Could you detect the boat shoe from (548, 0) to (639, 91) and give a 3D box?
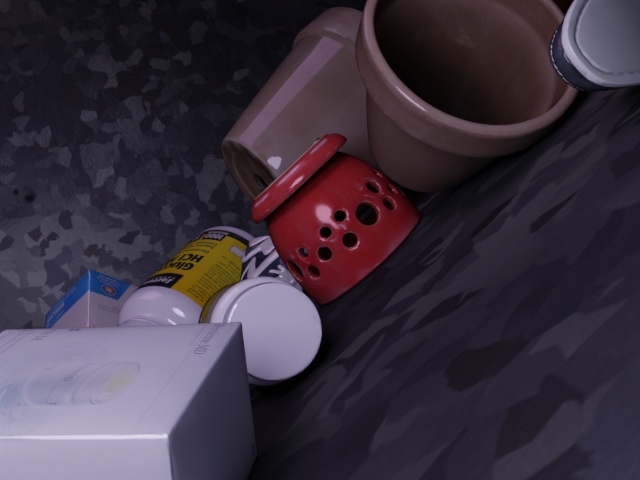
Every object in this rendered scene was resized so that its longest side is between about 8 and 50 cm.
[{"bbox_3d":[0.299,-0.205,0.878,0.302,0.114,0.091,-31,-2,-40],"label":"boat shoe"}]

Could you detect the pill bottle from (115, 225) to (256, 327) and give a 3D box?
[{"bbox_3d":[-0.218,0.125,1.493,0.188,0.188,0.334,-38,7,35],"label":"pill bottle"}]

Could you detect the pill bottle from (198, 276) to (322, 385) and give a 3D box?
[{"bbox_3d":[-0.069,0.100,0.990,0.119,0.119,0.208,-43,6,-13],"label":"pill bottle"}]

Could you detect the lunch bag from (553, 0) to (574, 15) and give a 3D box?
[{"bbox_3d":[0.329,-0.373,1.196,0.258,0.120,0.293,-8,0,15],"label":"lunch bag"}]

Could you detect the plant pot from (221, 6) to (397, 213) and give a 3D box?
[{"bbox_3d":[0.003,-0.171,1.455,0.280,0.323,0.323,-40,4,-20],"label":"plant pot"}]

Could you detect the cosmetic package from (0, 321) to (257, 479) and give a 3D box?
[{"bbox_3d":[-0.183,0.162,0.690,0.225,0.138,0.224,-1,13,7],"label":"cosmetic package"}]

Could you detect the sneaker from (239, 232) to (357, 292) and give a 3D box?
[{"bbox_3d":[-0.040,0.056,1.364,0.235,0.094,0.153,-10,48,33],"label":"sneaker"}]

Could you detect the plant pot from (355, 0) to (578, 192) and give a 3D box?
[{"bbox_3d":[0.159,-0.177,1.103,0.263,0.263,0.229,-45,-13,-27],"label":"plant pot"}]

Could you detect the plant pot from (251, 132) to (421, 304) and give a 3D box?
[{"bbox_3d":[0.011,-0.034,1.211,0.191,0.174,0.191,-44,5,4],"label":"plant pot"}]

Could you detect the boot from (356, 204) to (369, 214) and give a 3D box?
[{"bbox_3d":[0.101,-0.119,1.865,0.248,0.090,0.207,-44,-7,-2],"label":"boot"}]

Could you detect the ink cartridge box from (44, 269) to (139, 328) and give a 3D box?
[{"bbox_3d":[-0.386,0.210,1.594,0.168,0.171,0.232,-40,42,30],"label":"ink cartridge box"}]
